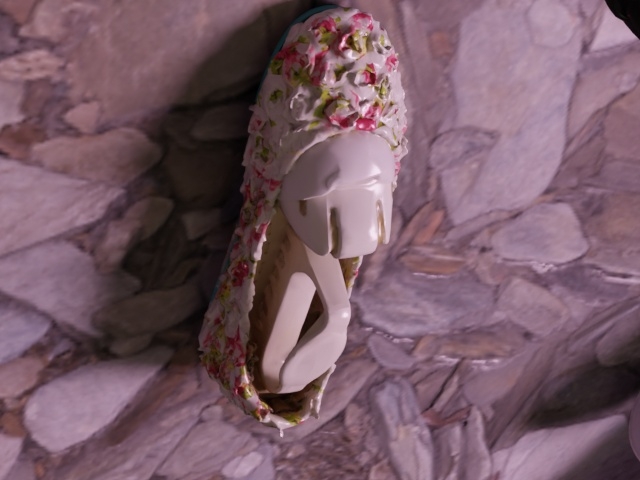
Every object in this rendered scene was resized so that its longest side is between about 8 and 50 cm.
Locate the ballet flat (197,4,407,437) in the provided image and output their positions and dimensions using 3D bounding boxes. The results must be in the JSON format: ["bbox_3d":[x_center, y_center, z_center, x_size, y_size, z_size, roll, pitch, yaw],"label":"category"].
[{"bbox_3d":[0.000,0.000,0.932,0.091,0.077,0.241,-8,135,-24],"label":"ballet flat"}]

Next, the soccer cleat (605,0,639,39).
[{"bbox_3d":[0.193,-0.224,0.816,0.116,0.109,0.318,-36,144,-31],"label":"soccer cleat"}]

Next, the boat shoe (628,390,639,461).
[{"bbox_3d":[0.330,0.062,1.193,0.301,0.108,0.102,-40,139,0],"label":"boat shoe"}]
